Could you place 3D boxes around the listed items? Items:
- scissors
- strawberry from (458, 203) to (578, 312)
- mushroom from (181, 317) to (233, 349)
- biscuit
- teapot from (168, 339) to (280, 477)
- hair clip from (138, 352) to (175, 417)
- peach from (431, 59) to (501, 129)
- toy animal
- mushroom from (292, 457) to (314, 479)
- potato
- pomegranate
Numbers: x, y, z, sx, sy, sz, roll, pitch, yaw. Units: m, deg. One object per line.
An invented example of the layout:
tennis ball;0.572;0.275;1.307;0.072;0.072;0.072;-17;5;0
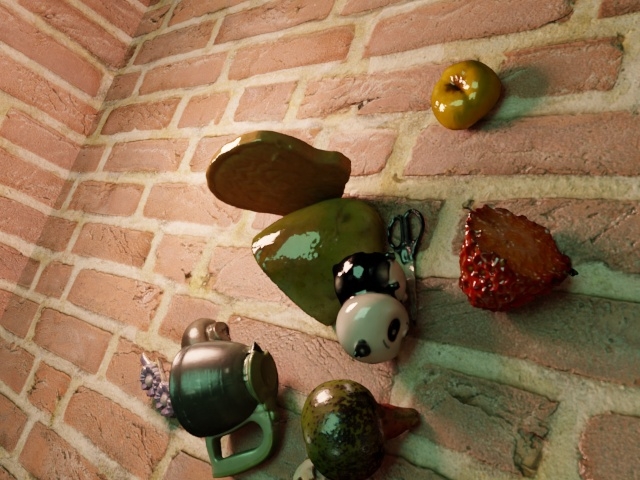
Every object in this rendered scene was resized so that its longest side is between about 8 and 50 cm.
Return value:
scissors;0.209;0.061;1.518;0.109;0.022;0.300;-26;51;37
strawberry;0.366;0.055;1.285;0.234;0.233;0.178;-109;33;-42
mushroom;-0.341;0.306;1.858;0.141;0.117;0.188;-53;44;24
biscuit;-0.118;-0.155;1.704;0.385;0.364;0.062;137;143;-59
teapot;-0.228;0.395;1.597;0.239;0.239;0.322;-16;50;22
hair clip;-0.477;0.445;1.935;0.292;0.084;0.106;40;114;44
peach;0.349;-0.356;1.568;0.179;0.103;0.179;-19;57;32
toy animal;0.115;0.156;1.422;0.165;0.187;0.235;-11;60;15
mushroom;-0.029;0.529;1.474;0.101;0.019;0.049;-41;43;23
potato;0.000;0.000;1.618;0.280;0.212;0.330;-43;45;18
pomegranate;0.085;0.392;1.341;0.247;0.214;0.214;-8;53;-1
